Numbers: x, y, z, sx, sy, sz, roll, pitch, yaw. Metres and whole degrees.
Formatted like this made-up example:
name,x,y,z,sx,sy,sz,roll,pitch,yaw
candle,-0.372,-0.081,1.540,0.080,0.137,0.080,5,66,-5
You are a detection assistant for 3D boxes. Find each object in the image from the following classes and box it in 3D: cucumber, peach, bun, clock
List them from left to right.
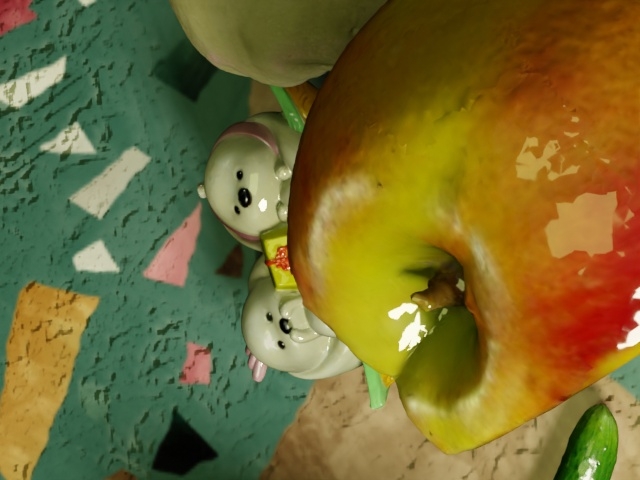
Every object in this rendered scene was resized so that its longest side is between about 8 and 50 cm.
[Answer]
name,x,y,z,sx,sy,sz,roll,pitch,yaw
bun,-0.002,-0.178,1.136,0.193,0.178,0.128,-26,127,1
clock,0.000,0.000,1.175,0.144,0.103,0.231,-14,92,15
cucumber,0.157,0.177,1.166,0.037,0.037,0.155,27,106,18
peach,0.172,-0.084,0.989,0.242,0.380,0.306,55,138,7
